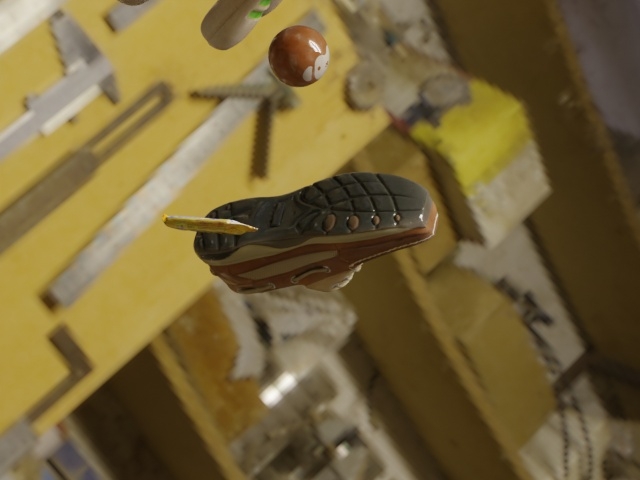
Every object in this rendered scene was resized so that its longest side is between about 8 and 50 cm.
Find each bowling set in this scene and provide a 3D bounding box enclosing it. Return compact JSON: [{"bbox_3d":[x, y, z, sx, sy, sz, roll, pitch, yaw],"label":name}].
[{"bbox_3d":[-0.036,-0.248,1.377,0.200,0.287,0.154,41,-60,-11],"label":"bowling set"}]

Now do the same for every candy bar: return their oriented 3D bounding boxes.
[{"bbox_3d":[-0.136,-0.018,1.925,0.040,0.018,0.161,11,-3,-36],"label":"candy bar"}]

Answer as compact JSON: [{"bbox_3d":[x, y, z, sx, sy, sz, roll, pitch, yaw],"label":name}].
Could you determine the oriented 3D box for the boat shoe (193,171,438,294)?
[{"bbox_3d":[0.000,0.000,2.064,0.324,0.122,0.120,-7,-50,25],"label":"boat shoe"}]
